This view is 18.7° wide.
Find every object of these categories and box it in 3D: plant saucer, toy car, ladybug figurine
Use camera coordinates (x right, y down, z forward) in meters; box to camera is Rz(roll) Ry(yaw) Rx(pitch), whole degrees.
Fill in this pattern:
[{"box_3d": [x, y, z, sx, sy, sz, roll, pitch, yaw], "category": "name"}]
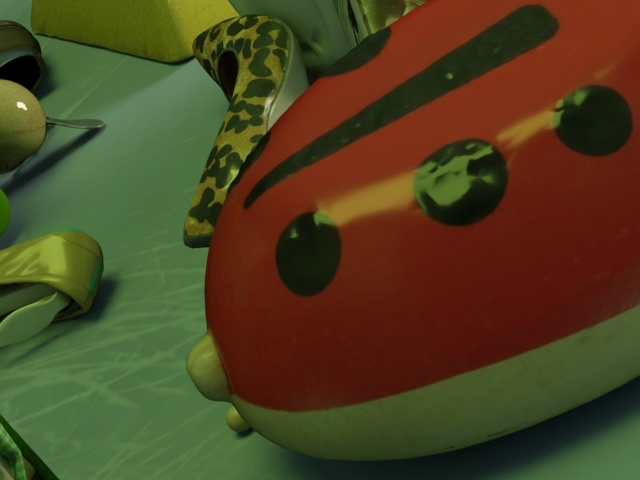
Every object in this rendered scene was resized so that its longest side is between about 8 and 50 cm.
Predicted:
[{"box_3d": [-0.117, -0.321, 1.916, 0.333, 0.081, 0.332, -43, 30, -19], "category": "plant saucer"}, {"box_3d": [-0.289, -0.081, 1.707, 0.155, 0.149, 0.188, 6, 17, 43], "category": "toy car"}, {"box_3d": [0.110, -0.044, 1.148, 0.449, 0.162, 0.305, -33, 39, -5], "category": "ladybug figurine"}]

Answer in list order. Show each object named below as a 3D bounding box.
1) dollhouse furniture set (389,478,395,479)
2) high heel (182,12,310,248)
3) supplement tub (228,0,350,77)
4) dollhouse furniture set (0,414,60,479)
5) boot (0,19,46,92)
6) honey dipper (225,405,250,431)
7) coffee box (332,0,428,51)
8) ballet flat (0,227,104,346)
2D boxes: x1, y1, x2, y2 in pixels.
[{"box_3d": [0.013, 0.197, 0.996, 0.058, 0.076, 0.152, -18, 31, 24], "category": "dollhouse furniture set"}, {"box_3d": [-0.081, -0.088, 1.500, 0.186, 0.093, 0.261, -35, 37, -19], "category": "high heel"}, {"box_3d": [0.069, -0.293, 1.577, 0.316, 0.193, 0.193, -43, 31, -18], "category": "supplement tub"}, {"box_3d": [-0.213, 0.107, 1.116, 0.197, 0.301, 0.151, -13, 37, 36], "category": "dollhouse furniture set"}, {"box_3d": [-0.362, -0.137, 1.867, 0.219, 0.082, 0.106, -36, 26, -10], "category": "boot"}, {"box_3d": [0.002, 0.068, 1.255, 0.160, 0.030, 0.030, -38, 29, -6], "category": "honey dipper"}, {"box_3d": [0.076, -0.246, 1.383, 0.168, 0.119, 0.297, -15, 67, -4], "category": "coffee box"}, {"box_3d": [-0.273, 0.057, 1.492, 0.232, 0.080, 0.073, -22, 45, 20], "category": "ballet flat"}]
